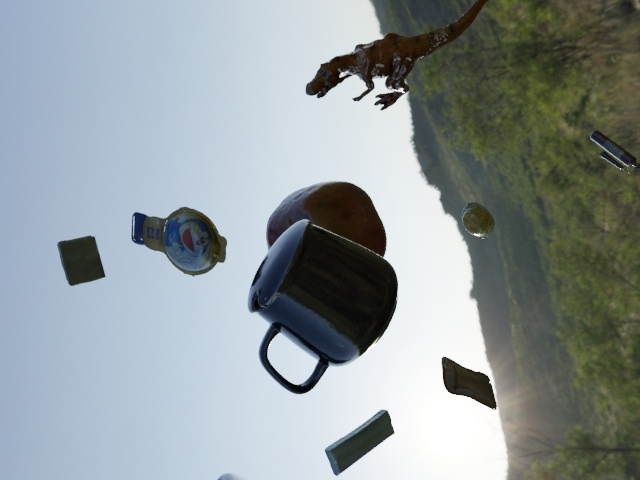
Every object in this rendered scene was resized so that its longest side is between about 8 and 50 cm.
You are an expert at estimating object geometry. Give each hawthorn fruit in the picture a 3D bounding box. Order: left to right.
[{"bbox_3d":[0.000,0.000,1.231,0.298,0.277,0.276,-22,-92,-62],"label":"hawthorn fruit"}]

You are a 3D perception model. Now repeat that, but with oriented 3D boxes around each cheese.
[{"bbox_3d":[-0.354,-0.003,1.372,0.069,0.271,0.176,-37,-42,-65],"label":"cheese"}]

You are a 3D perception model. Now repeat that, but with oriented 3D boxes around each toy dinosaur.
[{"bbox_3d":[0.169,-0.377,1.136,0.097,0.433,0.208,64,-179,17],"label":"toy dinosaur"}]

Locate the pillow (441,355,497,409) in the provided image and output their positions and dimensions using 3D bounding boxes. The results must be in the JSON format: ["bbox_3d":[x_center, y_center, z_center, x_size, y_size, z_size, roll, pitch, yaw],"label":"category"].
[{"bbox_3d":[0.465,0.447,1.728,0.233,0.038,0.130,26,-140,-24],"label":"pillow"}]

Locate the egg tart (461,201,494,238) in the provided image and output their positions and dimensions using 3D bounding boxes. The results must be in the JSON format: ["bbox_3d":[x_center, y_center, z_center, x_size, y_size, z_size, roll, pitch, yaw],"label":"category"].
[{"bbox_3d":[0.413,-0.050,1.468,0.039,0.105,0.105,-25,-88,-33],"label":"egg tart"}]

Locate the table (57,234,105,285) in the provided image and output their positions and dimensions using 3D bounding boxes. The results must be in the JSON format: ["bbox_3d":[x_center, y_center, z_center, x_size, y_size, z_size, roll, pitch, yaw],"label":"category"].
[{"bbox_3d":[-0.436,0.034,1.000,0.083,0.063,0.079,7,110,62],"label":"table"}]

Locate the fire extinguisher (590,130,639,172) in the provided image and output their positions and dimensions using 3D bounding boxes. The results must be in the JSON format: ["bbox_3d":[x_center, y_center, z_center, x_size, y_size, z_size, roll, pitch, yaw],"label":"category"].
[{"bbox_3d":[0.789,-0.232,1.477,0.173,0.049,0.035,57,180,38],"label":"fire extinguisher"}]

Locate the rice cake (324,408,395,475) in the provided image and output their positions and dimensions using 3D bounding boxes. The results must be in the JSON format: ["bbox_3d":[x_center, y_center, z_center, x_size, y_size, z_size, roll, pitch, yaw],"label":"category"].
[{"bbox_3d":[0.114,0.554,1.521,0.222,0.042,0.080,-24,-85,-31],"label":"rice cake"}]

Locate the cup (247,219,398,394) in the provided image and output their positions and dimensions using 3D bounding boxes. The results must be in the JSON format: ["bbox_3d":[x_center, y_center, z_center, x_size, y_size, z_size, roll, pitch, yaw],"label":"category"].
[{"bbox_3d":[-0.011,0.091,0.749,0.177,0.223,0.169,34,167,-16],"label":"cup"}]

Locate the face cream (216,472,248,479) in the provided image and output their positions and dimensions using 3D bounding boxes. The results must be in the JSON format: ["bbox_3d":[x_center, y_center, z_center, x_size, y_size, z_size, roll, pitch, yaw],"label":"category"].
[{"bbox_3d":[-0.022,0.485,0.890,0.337,0.163,0.080,30,-111,-6],"label":"face cream"}]
